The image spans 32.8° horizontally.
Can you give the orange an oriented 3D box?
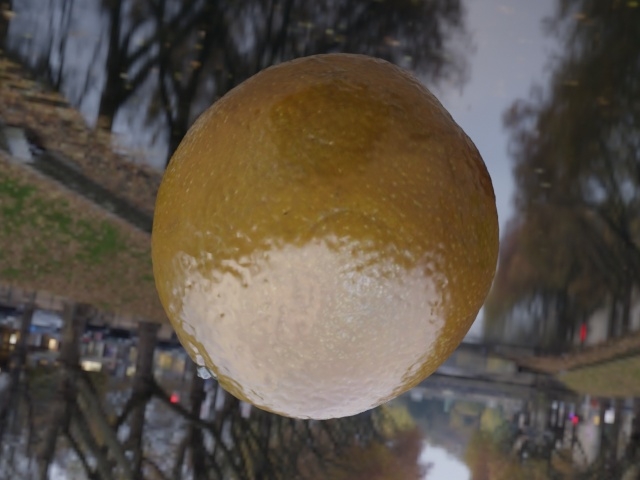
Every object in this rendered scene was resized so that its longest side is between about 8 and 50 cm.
[{"bbox_3d":[0.000,0.000,0.789,0.264,0.264,0.264,7,172,1],"label":"orange"}]
